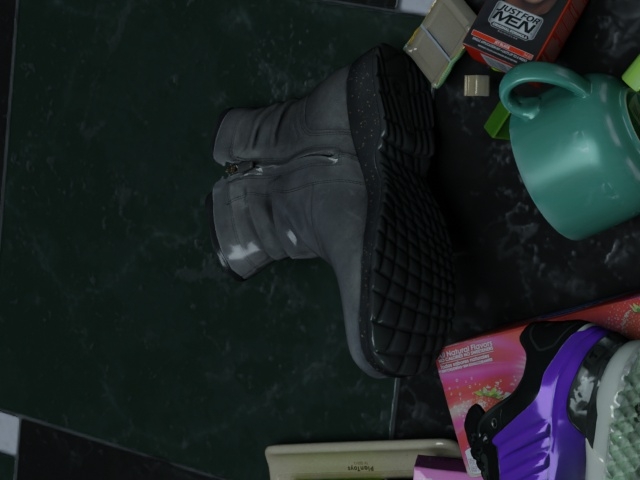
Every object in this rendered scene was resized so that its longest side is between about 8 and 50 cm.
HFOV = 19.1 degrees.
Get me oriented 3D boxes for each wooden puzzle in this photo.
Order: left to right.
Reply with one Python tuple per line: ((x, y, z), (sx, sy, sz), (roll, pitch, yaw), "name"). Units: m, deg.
((0.049, 0.310, 1.832), (0.221, 0.044, 0.238), (-6, 94, 31), "wooden puzzle")

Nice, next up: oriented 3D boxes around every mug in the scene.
((0.228, -0.080, 1.602), (0.097, 0.158, 0.129), (-25, 64, 28), "mug")

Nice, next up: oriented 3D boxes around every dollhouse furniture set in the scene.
((0.147, -0.155, 1.717), (0.151, 0.058, 0.076), (55, 129, 35), "dollhouse furniture set")

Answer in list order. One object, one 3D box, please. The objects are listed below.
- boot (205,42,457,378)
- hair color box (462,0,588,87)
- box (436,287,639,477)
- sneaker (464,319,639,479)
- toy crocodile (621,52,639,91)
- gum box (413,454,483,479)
((0.000, 0.000, 1.732), (0.223, 0.118, 0.338), (-23, 50, 32), "boot")
((0.189, -0.211, 1.640), (0.072, 0.043, 0.141), (27, 84, 25), "hair color box")
((0.245, 0.113, 1.636), (0.257, 0.128, 0.122), (-17, 89, 32), "box")
((0.180, 0.199, 1.561), (0.146, 0.102, 0.293), (21, 102, 32), "sneaker")
((0.376, -0.031, 1.549), (0.115, 0.105, 0.340), (-39, 77, 29), "toy crocodile")
((0.132, 0.298, 1.739), (0.107, 0.062, 0.188), (5, 95, 6), "gum box")
